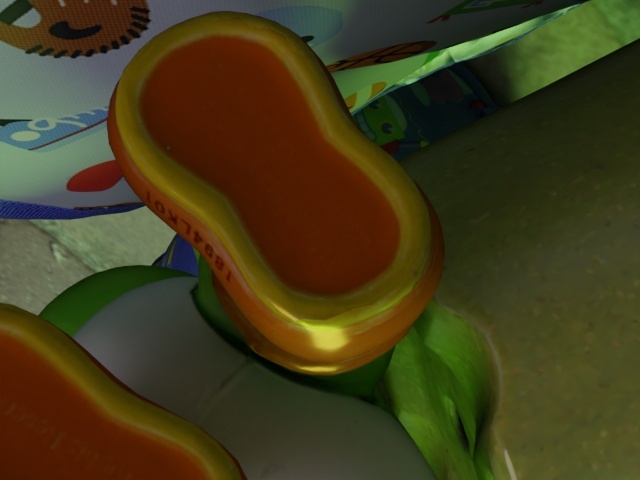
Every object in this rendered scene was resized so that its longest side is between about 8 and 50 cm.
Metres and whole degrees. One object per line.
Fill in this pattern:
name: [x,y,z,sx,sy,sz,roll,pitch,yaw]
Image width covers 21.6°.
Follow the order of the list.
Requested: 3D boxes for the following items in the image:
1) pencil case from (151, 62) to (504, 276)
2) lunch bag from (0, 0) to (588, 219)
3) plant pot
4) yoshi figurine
pencil case: [0.000,0.000,0.934,0.306,0.133,0.119,-41,54,56]
lunch bag: [-0.044,-0.155,0.594,0.327,0.239,0.385,-25,151,36]
plant pot: [0.153,0.024,0.587,0.276,0.253,0.276,161,90,-81]
yoshi figurine: [-0.061,0.057,0.581,0.203,0.203,0.362,-5,160,-1]
